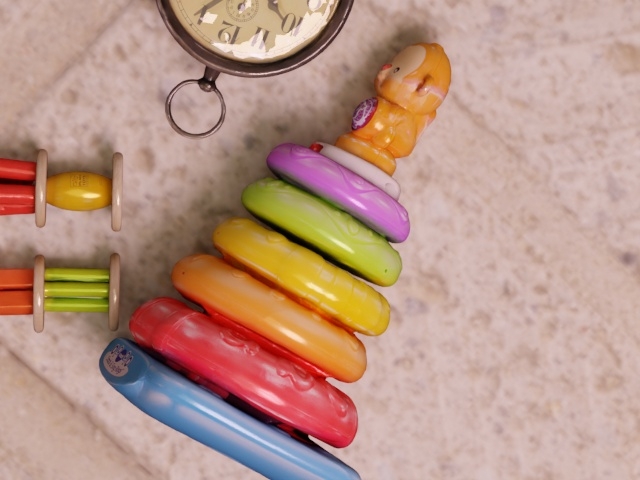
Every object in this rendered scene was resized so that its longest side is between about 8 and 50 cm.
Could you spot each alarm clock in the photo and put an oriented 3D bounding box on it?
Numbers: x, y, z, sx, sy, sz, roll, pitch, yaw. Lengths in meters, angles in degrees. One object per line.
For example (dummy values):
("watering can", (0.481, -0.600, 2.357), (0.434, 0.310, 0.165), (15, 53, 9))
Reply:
("alarm clock", (-0.051, -0.155, 1.131), (0.129, 0.064, 0.192), (22, 98, -11))

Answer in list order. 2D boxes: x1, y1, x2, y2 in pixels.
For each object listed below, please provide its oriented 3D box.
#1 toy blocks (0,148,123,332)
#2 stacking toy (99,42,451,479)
("toy blocks", (-0.205, 0.000, 1.156), (0.148, 0.054, 0.123), (2, 103, -7))
("stacking toy", (0.000, 0.000, 1.142), (0.165, 0.175, 0.302), (31, 87, -18))
